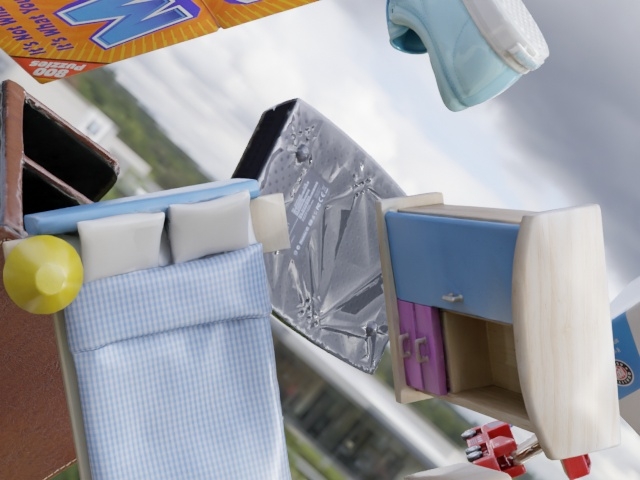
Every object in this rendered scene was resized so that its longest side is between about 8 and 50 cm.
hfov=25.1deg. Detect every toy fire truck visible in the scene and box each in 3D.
[{"bbox_3d":[0.245,0.251,1.725,0.192,0.135,0.047,-81,150,-81],"label":"toy fire truck"}]

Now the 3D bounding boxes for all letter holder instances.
[{"bbox_3d":[-0.254,0.067,1.071,0.214,0.302,0.152,37,29,-37],"label":"letter holder"}]

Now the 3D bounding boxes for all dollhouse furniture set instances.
[{"bbox_3d":[-0.011,0.109,0.829,0.198,0.303,0.286,-170,-108,-68],"label":"dollhouse furniture set"}]

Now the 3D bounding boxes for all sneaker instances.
[{"bbox_3d":[0.117,-0.299,1.643,0.135,0.150,0.366,29,30,-46],"label":"sneaker"}]

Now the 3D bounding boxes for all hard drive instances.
[{"bbox_3d":[0.000,0.000,1.287,0.054,0.172,0.255,13,-18,40],"label":"hard drive"}]

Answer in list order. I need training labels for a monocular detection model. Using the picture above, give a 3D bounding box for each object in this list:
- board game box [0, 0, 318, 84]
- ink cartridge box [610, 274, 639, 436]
[{"bbox_3d":[-0.160,-0.393,1.171,0.356,0.356,0.356,53,23,-73],"label":"board game box"},{"bbox_3d":[0.527,0.185,1.676,0.395,0.166,0.285,48,-34,3],"label":"ink cartridge box"}]
